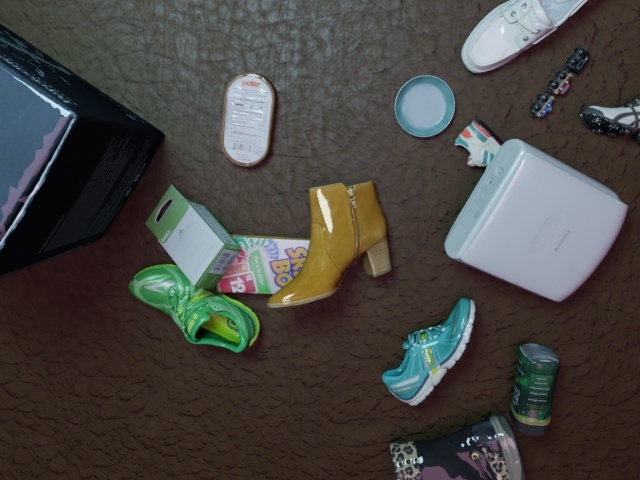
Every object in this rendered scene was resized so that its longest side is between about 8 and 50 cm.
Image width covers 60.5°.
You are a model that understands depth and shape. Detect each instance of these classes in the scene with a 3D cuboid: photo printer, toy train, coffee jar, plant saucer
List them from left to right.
[{"bbox_3d":[0.207,-0.268,1.100,0.119,0.021,0.120,1,103,2],"label":"plant saucer"},{"bbox_3d":[0.465,0.327,1.200,0.078,0.096,0.185,3,103,4],"label":"coffee jar"},{"bbox_3d":[0.434,-0.024,1.081,0.307,0.107,0.256,23,108,-19],"label":"photo printer"},{"bbox_3d":[0.471,-0.307,1.081,0.036,0.027,0.158,33,102,-17],"label":"toy train"}]

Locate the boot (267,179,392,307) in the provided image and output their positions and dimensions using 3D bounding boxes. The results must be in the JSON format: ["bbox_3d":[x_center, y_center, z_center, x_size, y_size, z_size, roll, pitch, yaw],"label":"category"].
[{"bbox_3d":[0.001,0.000,1.104,0.294,0.104,0.212,-19,96,-21],"label":"boot"}]

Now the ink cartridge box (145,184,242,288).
[{"bbox_3d":[-0.265,-0.009,1.136,0.209,0.062,0.109,44,104,29],"label":"ink cartridge box"}]

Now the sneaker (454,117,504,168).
[{"bbox_3d":[0.340,-0.168,1.111,0.161,0.057,0.075,43,119,-10],"label":"sneaker"}]

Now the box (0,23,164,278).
[{"bbox_3d":[-0.581,-0.202,0.899,0.479,0.472,0.298,34,97,-7],"label":"box"}]

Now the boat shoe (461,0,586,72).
[{"bbox_3d":[0.390,-0.417,1.019,0.277,0.096,0.098,-36,101,10],"label":"boat shoe"}]

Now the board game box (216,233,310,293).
[{"bbox_3d":[-0.091,0.053,1.177,0.259,0.039,0.124,2,103,-5],"label":"board game box"}]

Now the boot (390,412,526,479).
[{"bbox_3d":[0.324,0.597,1.249,0.283,0.138,0.378,-11,99,3],"label":"boot"}]

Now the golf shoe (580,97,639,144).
[{"bbox_3d":[0.606,-0.247,1.074,0.198,0.077,0.094,12,93,-8],"label":"golf shoe"}]

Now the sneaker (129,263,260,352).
[{"bbox_3d":[-0.266,0.143,1.164,0.295,0.123,0.110,26,104,-4],"label":"sneaker"}]

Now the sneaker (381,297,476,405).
[{"bbox_3d":[0.237,0.234,1.186,0.110,0.107,0.275,35,102,3],"label":"sneaker"}]

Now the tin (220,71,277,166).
[{"bbox_3d":[-0.145,-0.243,1.111,0.106,0.040,0.190,7,104,-4],"label":"tin"}]
